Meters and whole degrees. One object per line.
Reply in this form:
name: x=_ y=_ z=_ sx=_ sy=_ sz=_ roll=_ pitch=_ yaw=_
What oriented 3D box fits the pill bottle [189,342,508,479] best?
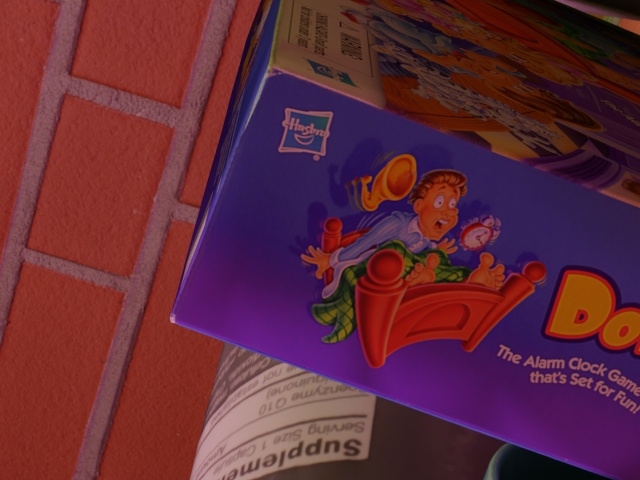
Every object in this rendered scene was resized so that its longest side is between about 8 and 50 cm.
pill bottle: x=0.039 y=0.129 z=0.649 sx=0.361 sy=0.204 sz=0.204 roll=-80 pitch=9 yaw=-48

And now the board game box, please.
board game box: x=0.082 y=-0.031 z=0.532 sx=0.347 sy=0.233 sz=0.078 roll=-90 pitch=21 yaw=-70

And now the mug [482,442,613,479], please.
mug: x=0.111 y=0.131 z=0.433 sx=0.129 sy=0.157 sz=0.097 roll=41 pitch=119 yaw=57

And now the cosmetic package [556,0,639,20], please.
cosmetic package: x=0.152 y=-0.226 z=0.669 sx=0.225 sy=0.138 sz=0.224 roll=-70 pitch=23 yaw=7
